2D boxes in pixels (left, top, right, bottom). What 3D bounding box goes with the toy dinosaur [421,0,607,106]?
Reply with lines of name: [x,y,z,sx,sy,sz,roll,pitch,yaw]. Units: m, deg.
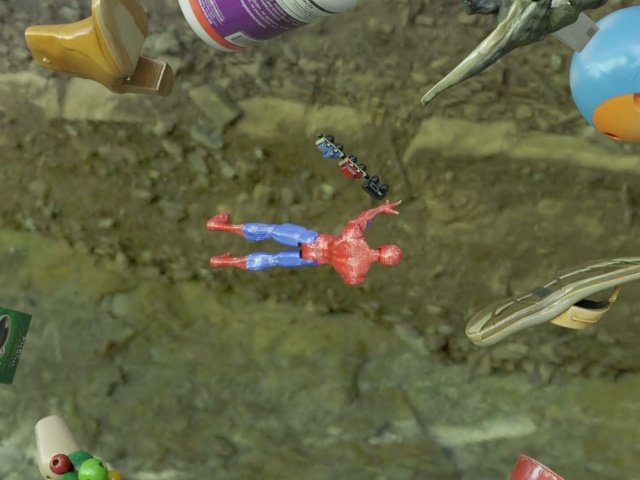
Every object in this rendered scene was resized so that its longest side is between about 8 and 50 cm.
toy dinosaur: [0.210,-0.251,1.133,0.268,0.064,0.118,-31,131,3]

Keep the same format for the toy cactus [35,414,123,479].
toy cactus: [-0.272,0.273,1.109,0.112,0.180,0.219,-15,144,-21]

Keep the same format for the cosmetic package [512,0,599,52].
cosmetic package: [0.374,-0.399,1.764,0.239,0.060,0.099,18,-155,-51]

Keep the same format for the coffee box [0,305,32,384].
coffee box: [-0.480,0.144,1.487,0.041,0.113,0.184,12,173,12]

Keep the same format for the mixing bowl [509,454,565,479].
mixing bowl: [0.300,0.372,1.345,0.181,0.098,0.181,40,171,8]

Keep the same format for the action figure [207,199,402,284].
action figure: [0.000,0.000,1.404,0.280,0.091,0.139,7,-161,34]

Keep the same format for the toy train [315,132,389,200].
toy train: [0.051,-0.121,1.742,0.158,0.036,0.027,40,150,-19]

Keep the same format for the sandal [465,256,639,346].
sandal: [0.218,0.060,0.932,0.180,0.049,0.072,-25,-171,0]

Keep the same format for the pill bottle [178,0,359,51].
pill bottle: [-0.053,-0.414,1.592,0.323,0.181,0.181,-13,151,37]

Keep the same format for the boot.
boot: [-0.364,-0.307,1.605,0.211,0.104,0.295,12,164,14]

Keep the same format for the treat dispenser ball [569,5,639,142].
treat dispenser ball: [0.675,-0.350,2.214,0.288,0.288,0.288,13,165,4]
